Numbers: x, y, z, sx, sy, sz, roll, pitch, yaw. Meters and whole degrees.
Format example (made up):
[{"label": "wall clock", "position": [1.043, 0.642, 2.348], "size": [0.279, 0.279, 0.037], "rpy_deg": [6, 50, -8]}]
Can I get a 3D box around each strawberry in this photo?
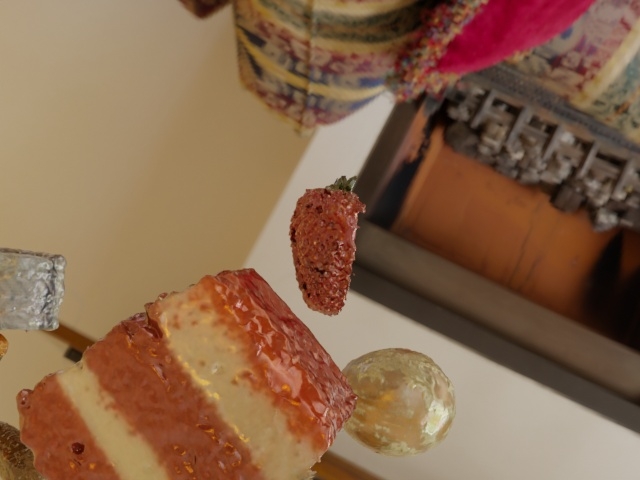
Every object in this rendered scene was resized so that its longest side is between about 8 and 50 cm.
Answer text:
[{"label": "strawberry", "position": [0.000, 0.000, 1.917], "size": [0.106, 0.286, 0.188], "rpy_deg": [10, 166, -22]}]

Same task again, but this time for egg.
[{"label": "egg", "position": [0.133, 0.294, 1.775], "size": [0.245, 0.203, 0.203], "rpy_deg": [15, 173, -27]}]

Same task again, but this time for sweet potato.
[{"label": "sweet potato", "position": [-0.575, 0.424, 1.857], "size": [0.342, 0.114, 0.092], "rpy_deg": [30, 164, 36]}]

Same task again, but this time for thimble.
[{"label": "thimble", "position": [-0.626, 0.093, 1.911], "size": [0.246, 0.157, 0.217], "rpy_deg": [5, 180, 13]}]

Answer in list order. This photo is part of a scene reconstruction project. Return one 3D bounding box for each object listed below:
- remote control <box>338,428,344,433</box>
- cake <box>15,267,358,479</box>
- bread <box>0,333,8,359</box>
[{"label": "remote control", "position": [0.090, 0.331, 2.020], "size": [0.077, 0.245, 0.022], "rpy_deg": [12, -140, -50]}, {"label": "cake", "position": [-0.149, 0.204, 1.183], "size": [0.270, 0.320, 0.269], "rpy_deg": [55, -173, 2]}, {"label": "bread", "position": [-0.705, 0.231, 1.812], "size": [0.269, 0.139, 0.095], "rpy_deg": [-13, 110, 15]}]
